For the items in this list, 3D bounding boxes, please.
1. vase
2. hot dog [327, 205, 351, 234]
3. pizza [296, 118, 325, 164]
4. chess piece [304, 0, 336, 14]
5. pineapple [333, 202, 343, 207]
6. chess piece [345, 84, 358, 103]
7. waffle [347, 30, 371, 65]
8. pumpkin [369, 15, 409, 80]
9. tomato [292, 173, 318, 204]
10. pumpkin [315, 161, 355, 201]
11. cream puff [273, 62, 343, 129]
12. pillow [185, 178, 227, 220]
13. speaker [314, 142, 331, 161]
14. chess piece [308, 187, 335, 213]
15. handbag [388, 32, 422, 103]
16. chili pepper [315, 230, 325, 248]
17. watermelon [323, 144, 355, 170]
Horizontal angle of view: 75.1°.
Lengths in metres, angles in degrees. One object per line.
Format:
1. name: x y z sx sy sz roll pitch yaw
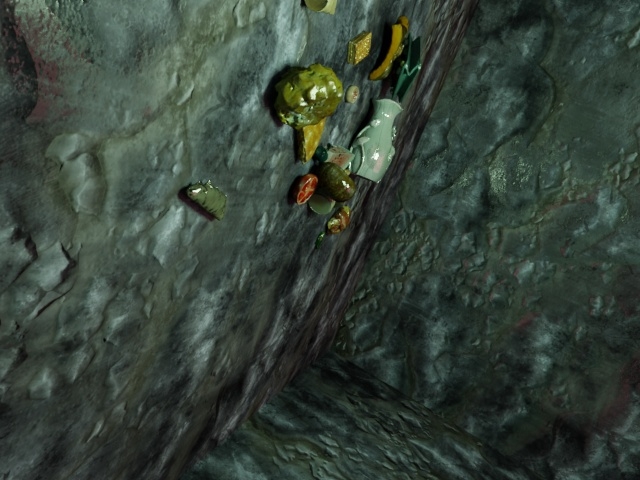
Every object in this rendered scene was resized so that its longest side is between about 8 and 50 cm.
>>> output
1. vase: 0.302 -0.555 2.295 0.250 0.250 0.445 -3 114 -68
2. hot dog: 0.121 -0.116 2.560 0.213 0.103 0.146 -52 159 -26
3. pizza: -0.050 -0.463 1.750 0.197 0.058 0.292 -17 129 -63
4. chess piece: 0.016 -0.832 1.436 0.200 0.090 0.090 -52 160 -60
5. pineapple: 0.102 -0.277 2.337 0.108 0.108 0.198 90 20 -52
6. chess piece: 0.150 -0.698 1.988 0.083 0.038 0.083 -53 160 -29
7. waffle: 0.173 -0.852 1.840 0.148 0.042 0.102 -50 155 -34
8. pumpkin: 0.365 -0.966 2.110 0.258 0.095 0.290 -58 173 -52
9. tomato: -0.082 -0.245 1.925 0.155 0.069 0.155 -47 162 -20
10. pumpkin: 0.085 -0.281 1.987 0.162 0.219 0.219 -45 159 -2
11. cream puff: -0.056 -0.534 1.503 0.282 0.185 0.282 -24 175 -2
12. pillow: -0.361 -0.140 1.373 0.093 0.051 0.241 -55 159 -8
13. speaker: 0.017 -0.413 1.948 0.094 0.060 0.075 -31 163 6
14. chess piece: 0.047 -0.256 2.175 0.243 0.133 0.133 -54 160 -41
15. handbag: 0.443 -0.920 2.217 0.274 0.100 0.269 120 -19 -64
16. chili pepper: -0.003 0.003 2.500 0.055 0.035 0.118 -8 120 -47
17. watermelon: 0.065 -0.412 2.094 0.154 0.094 0.241 -57 161 12
